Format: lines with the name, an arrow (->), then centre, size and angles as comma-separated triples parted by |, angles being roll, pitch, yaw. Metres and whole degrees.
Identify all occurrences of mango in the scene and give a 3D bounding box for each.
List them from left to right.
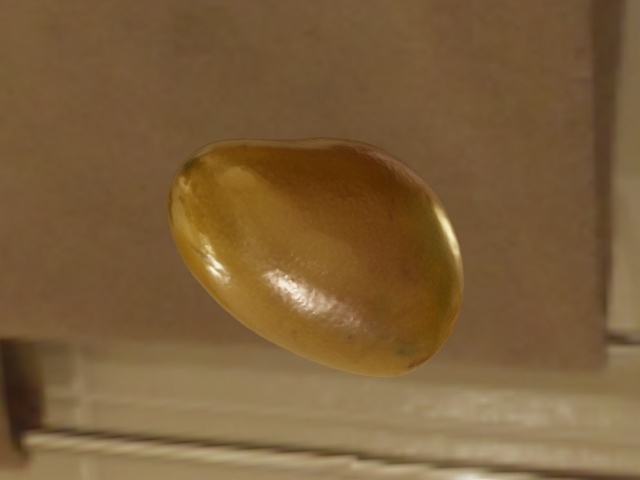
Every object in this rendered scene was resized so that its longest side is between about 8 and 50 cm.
mango -> 0.000, 0.000, 1.182 | 0.113, 0.138, 0.253 | 19, 174, 43
